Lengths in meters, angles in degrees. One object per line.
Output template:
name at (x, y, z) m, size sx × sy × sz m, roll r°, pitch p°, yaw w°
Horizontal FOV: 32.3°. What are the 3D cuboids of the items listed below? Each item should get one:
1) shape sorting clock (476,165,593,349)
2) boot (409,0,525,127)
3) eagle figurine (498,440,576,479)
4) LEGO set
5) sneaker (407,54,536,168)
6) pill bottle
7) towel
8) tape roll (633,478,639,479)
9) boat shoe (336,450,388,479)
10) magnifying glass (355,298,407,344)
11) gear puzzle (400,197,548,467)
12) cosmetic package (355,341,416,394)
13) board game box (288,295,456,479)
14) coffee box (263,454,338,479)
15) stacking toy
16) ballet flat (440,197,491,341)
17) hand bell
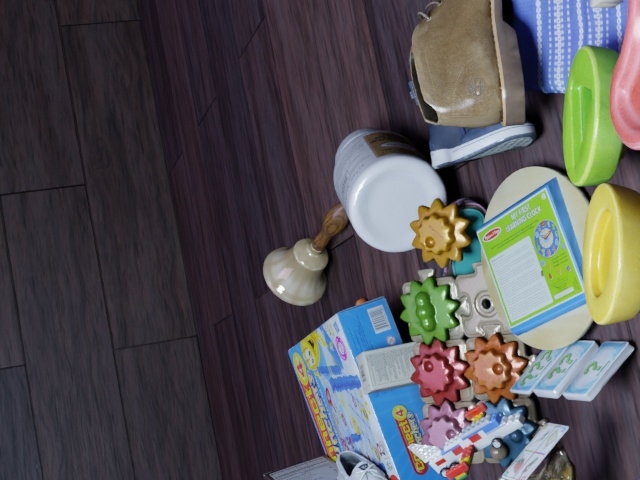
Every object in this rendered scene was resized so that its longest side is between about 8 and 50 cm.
shape sorting clock at (0.247, 0.019, 1.235) m, size 0.206 × 0.040 × 0.206 m, roll 26°, pitch 121°, yaw 55°
boot at (0.151, -0.258, 1.237) m, size 0.112 × 0.115 × 0.305 m, roll 73°, pitch -168°, yaw -58°
eagle figurine at (0.276, 0.355, 1.085) m, size 0.225 × 0.226 × 0.298 m, roll -51°, pitch 41°, yaw 39°
LEGO set at (0.199, 0.186, 1.171) m, size 0.060 × 0.244 × 0.182 m, roll 46°, pitch 166°, yaw -8°
sneaker at (0.173, -0.174, 1.310) m, size 0.226 × 0.086 × 0.163 m, roll 178°, pitch 81°, yaw -73°
pill bottle at (0.087, -0.080, 1.518) m, size 0.229 × 0.131 × 0.131 m, roll -112°, pitch 19°, yaw -69°
towel at (0.268, -0.260, 1.062) m, size 0.336 × 0.040 × 0.243 m, roll -157°, pitch 60°, yaw -69°
tape roll at (0.313, 0.267, 0.783) m, size 0.275 × 0.275 × 0.090 m, roll -142°, pitch 48°, yaw -65°
boat shoe at (0.068, 0.353, 1.618) m, size 0.184 × 0.066 × 0.063 m, roll -150°, pitch 45°, yaw -75°
magnifying glass at (0.108, 0.170, 1.769) m, size 0.231 × 0.026 × 0.092 m, roll -125°, pitch 31°, yaw -50°
gear puzzle at (0.173, 0.114, 1.355) m, size 0.175 × 0.044 × 0.338 m, roll -9°, pitch 90°, yaw 37°
cosmetic package at (0.115, 0.182, 1.600) m, size 0.041 × 0.115 × 0.060 m, roll 129°, pitch 131°, yaw -67°
board game box at (0.073, 0.274, 1.747) m, size 0.308 × 0.086 × 0.302 m, roll 69°, pitch 159°, yaw 11°
coffee box at (0.025, 0.465, 1.718) m, size 0.297 × 0.119 × 0.168 m, roll -167°, pitch 64°, yaw -67°
stacking toy at (0.304, -0.109, 0.935) m, size 0.279 × 0.130 × 0.309 m, roll -88°, pitch 0°, yaw -48°
ballet flat at (0.183, 0.053, 1.425) m, size 0.079 × 0.077 × 0.221 m, roll -83°, pitch -6°, yaw -80°
hand bell at (0.000, 0.000, 1.934) m, size 0.242 × 0.126 × 0.126 m, roll -55°, pitch 45°, yaw 48°
